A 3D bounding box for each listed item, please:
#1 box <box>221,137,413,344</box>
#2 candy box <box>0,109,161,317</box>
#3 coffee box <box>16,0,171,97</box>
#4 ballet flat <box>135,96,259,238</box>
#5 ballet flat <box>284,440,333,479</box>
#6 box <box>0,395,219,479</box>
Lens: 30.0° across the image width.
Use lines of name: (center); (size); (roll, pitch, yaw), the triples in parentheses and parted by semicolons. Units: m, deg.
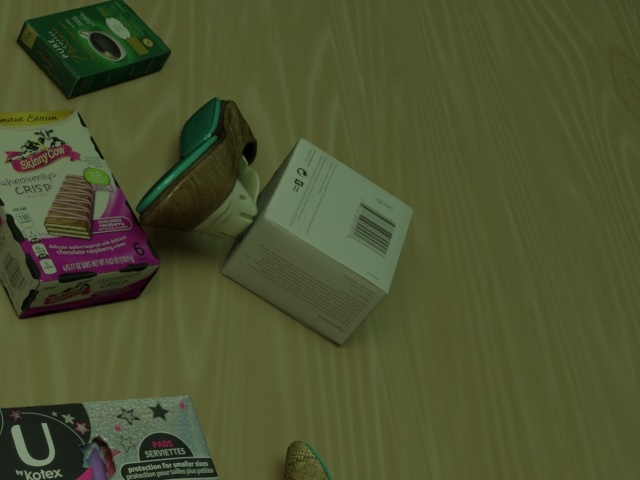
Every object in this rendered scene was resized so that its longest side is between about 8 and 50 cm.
box: (0.000, 0.000, 1.500); (0.182, 0.119, 0.181); (32, 39, -8)
candy box: (-0.301, -0.037, 1.331); (0.159, 0.071, 0.233); (-9, 58, -44)
coffee box: (-0.297, -0.257, 1.579); (0.113, 0.040, 0.184); (46, 38, 10)
ballet flat: (-0.129, -0.073, 1.451); (0.124, 0.116, 0.342); (47, 17, -14)
ballet flat: (-0.002, 0.304, 1.241); (0.067, 0.073, 0.206); (-15, 57, -30)
box: (-0.229, 0.235, 1.042); (0.247, 0.163, 0.142); (1, 53, -39)
